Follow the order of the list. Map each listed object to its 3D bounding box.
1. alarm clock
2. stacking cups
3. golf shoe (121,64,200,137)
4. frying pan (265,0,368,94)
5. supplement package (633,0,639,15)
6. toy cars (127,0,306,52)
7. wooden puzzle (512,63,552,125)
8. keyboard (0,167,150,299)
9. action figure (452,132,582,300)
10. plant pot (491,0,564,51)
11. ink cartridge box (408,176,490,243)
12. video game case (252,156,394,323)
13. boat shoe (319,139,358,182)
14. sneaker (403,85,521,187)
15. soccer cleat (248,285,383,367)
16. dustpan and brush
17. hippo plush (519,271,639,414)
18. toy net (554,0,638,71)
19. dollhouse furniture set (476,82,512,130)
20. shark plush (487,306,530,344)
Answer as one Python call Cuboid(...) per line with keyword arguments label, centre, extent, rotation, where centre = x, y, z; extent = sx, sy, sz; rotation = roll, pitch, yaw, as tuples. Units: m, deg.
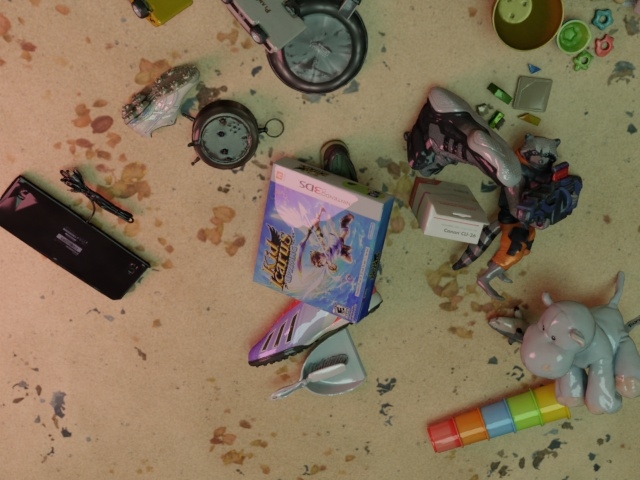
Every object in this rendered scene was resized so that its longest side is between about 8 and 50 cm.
Cuboid(label="alarm clock", centre=(-0.164, -0.206, 1.884), extent=(0.192, 0.064, 0.129), rotation=(-10, 115, -5))
Cuboid(label="stacking cups", centre=(0.401, 0.409, 2.209), extent=(0.316, 0.096, 0.096), rotation=(-20, 115, 7))
Cuboid(label="golf shoe", centre=(-0.290, -0.263, 1.852), extent=(0.176, 0.069, 0.086), rotation=(-32, 132, 13))
Cuboid(label="frying pan", centre=(0.049, -0.398, 1.830), extent=(0.326, 0.053, 0.197), rotation=(-29, 115, 10))
Cuboid(label="supplement package", centre=(0.702, -0.438, 1.828), extent=(0.179, 0.105, 0.105), rotation=(11, 114, -27))
Cuboid(label="toy cars", centre=(-0.218, -0.441, 1.754), extent=(0.393, 0.087, 0.177), rotation=(11, 76, -12))
Cuboid(label="wooden puzzle", centre=(0.420, -0.289, 1.935), extent=(0.078, 0.014, 0.116), rotation=(10, 113, -15))
Cuboid(label="keyboard", centre=(-0.476, -0.027, 1.945), extent=(0.317, 0.033, 0.201), rotation=(37, 112, -21))
Cuboid(label="action figure", centre=(0.380, -0.055, 1.923), extent=(0.178, 0.341, 0.330), rotation=(25, 105, 25))
Cuboid(label="plant pot", centre=(0.375, -0.430, 1.821), extent=(0.134, 0.095, 0.134), rotation=(-3, 115, -5))
Cuboid(label="ink cartridge box", centre=(0.252, -0.054, 1.919), extent=(0.115, 0.198, 0.067), rotation=(10, 112, -10))
Cuboid(label="video game case", centre=(0.000, 0.000, 1.922), extent=(0.244, 0.061, 0.270), rotation=(22, 116, 21))
Cuboid(label="boat shoe", centre=(0.045, -0.087, 1.949), extent=(0.080, 0.073, 0.224), rotation=(-11, 113, 1))
Cuboid(label="sneaker", centre=(0.263, -0.162, 1.863), extent=(0.101, 0.269, 0.153), rotation=(9, 128, -48))
Cuboid(label="soccer cleat", centre=(-0.028, 0.160, 2.050), extent=(0.318, 0.108, 0.116), rotation=(-30, 90, 11))
Cuboid(label="dustpan and brush", centre=(-0.014, 0.295, 2.121), extent=(0.211, 0.060, 0.147), rotation=(-21, 115, 3))
Cuboid(label="hippo plush", centre=(0.553, 0.225, 2.019), extent=(0.236, 0.234, 0.294), rotation=(19, 117, -48))
Cuboid(label="toy net", centre=(0.559, -0.431, 1.868), extent=(0.232, 0.045, 0.122), rotation=(-41, 111, 12))
Cuboid(label="dollhouse furniture set", centre=(0.315, -0.233, 1.922), extent=(0.076, 0.058, 0.152), rotation=(31, 107, -17))
Cuboid(label="shark plush", centre=(0.439, 0.208, 2.154), extent=(0.067, 0.073, 0.161), rotation=(-29, 137, 28))
